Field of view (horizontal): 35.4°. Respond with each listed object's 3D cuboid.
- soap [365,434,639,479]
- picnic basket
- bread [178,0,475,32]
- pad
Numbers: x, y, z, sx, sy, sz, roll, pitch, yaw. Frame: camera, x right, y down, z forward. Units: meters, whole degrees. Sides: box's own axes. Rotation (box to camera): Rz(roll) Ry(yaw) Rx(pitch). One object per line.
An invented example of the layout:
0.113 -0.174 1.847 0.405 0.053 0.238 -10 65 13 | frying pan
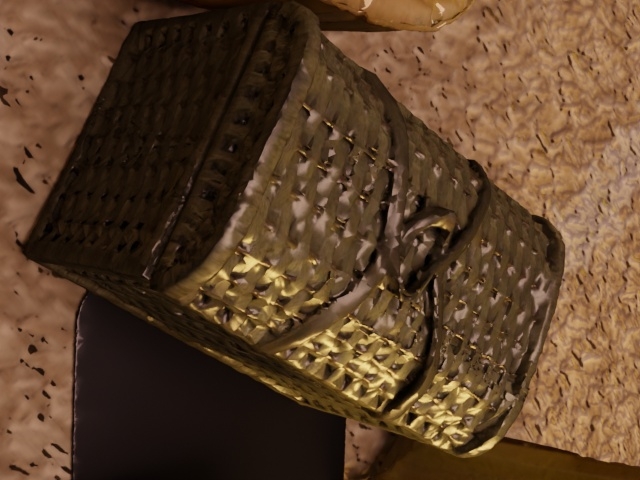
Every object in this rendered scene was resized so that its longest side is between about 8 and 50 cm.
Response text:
0.137 0.179 0.560 0.076 0.233 0.135 -52 127 -34 | soap
0.000 0.000 0.464 0.196 0.154 0.134 35 70 -36 | picnic basket
-0.032 -0.188 0.428 0.250 0.133 0.178 12 86 -43 | bread
-0.053 0.141 0.540 0.181 0.004 0.267 -1 97 -42 | pad
